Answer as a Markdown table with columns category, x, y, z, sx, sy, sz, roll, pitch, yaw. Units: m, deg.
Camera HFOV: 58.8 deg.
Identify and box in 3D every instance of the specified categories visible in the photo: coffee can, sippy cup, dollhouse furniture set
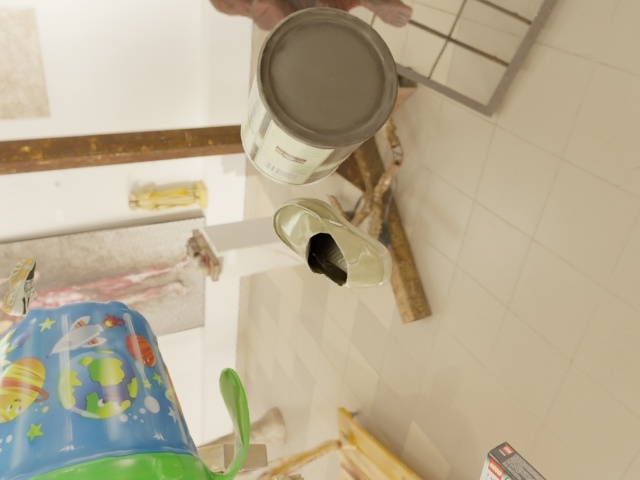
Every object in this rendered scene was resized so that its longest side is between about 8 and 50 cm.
| category | x | y | z | sx | sy | sz | roll | pitch | yaw |
| --- | --- | --- | --- | --- | --- | --- | --- | --- | --- |
| coffee can | -0.017 | -0.212 | 0.913 | 0.275 | 0.202 | 0.201 | 155 | 104 | -76 |
| sippy cup | -0.246 | 0.193 | 0.594 | 0.240 | 0.305 | 0.224 | -34 | 55 | 18 |
| dollhouse furniture set | -0.186 | 0.573 | 1.054 | 0.303 | 0.174 | 0.355 | -17 | 65 | 20 |

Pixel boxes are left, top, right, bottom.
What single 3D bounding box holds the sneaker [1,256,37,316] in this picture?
| category | x | y | z | sx | sy | sz | roll | pitch | yaw |
| --- | --- | --- | --- | --- | --- | --- | --- | --- | --- |
| sneaker | -0.410 | 0.065 | 0.789 | 0.032 | 0.037 | 0.083 | -2 | 65 | 30 |

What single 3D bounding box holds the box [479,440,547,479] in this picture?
| category | x | y | z | sx | sy | sz | roll | pitch | yaw |
| --- | --- | --- | --- | --- | --- | --- | --- | --- | --- |
| box | 0.291 | 0.373 | 0.727 | 0.207 | 0.036 | 0.114 | 41 | 139 | 46 |

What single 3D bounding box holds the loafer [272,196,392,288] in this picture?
| category | x | y | z | sx | sy | sz | roll | pitch | yaw |
| --- | --- | --- | --- | --- | --- | --- | --- | --- | --- |
| loafer | 0.000 | 0.000 | 0.962 | 0.268 | 0.092 | 0.102 | 28 | 118 | 39 |
